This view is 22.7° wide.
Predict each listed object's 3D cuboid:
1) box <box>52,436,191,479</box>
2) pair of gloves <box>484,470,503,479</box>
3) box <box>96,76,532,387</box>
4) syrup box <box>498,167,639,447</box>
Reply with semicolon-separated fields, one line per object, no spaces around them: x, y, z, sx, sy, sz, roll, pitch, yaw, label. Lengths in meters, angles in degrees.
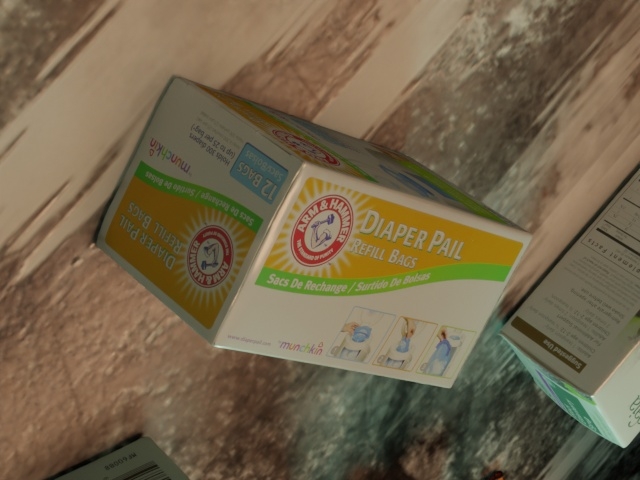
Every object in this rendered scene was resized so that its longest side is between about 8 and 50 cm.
-0.111;0.186;0.901;0.102;0.101;0.087;-24;132;-29;box
0.114;0.220;1.218;0.083;0.010;0.074;-35;134;-24;pair of gloves
0.000;0.000;0.866;0.203;0.114;0.103;15;106;-47;box
0.246;0.021;1.137;0.237;0.096;0.093;-49;141;-7;syrup box
